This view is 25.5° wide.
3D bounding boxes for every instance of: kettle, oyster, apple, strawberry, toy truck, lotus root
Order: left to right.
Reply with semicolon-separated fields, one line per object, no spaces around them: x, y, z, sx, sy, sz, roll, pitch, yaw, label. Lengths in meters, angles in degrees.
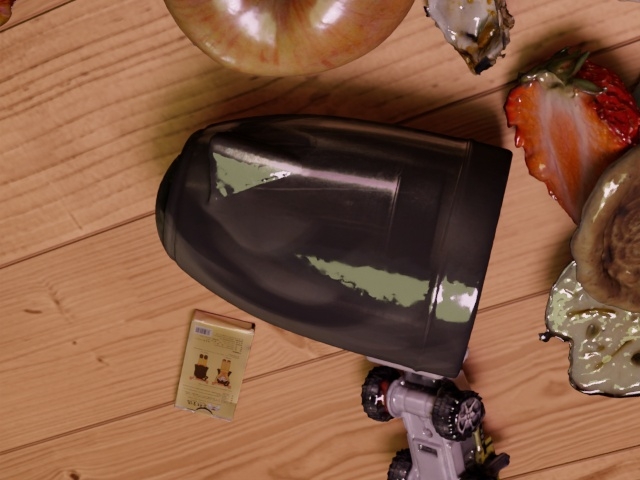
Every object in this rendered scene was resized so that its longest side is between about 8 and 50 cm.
-0.023;-0.266;1.181;0.261;0.194;0.260;3;126;4;apple
0.000;0.000;1.393;0.324;0.228;0.321;14;159;5;kettle
0.132;0.202;1.567;0.136;0.111;0.286;11;127;40;toy truck
0.141;-0.210;1.279;0.103;0.051;0.148;48;154;24;oyster
0.248;-0.095;1.320;0.082;0.146;0.187;-28;127;-22;strawberry
0.324;0.069;1.455;0.204;0.078;0.183;5;115;-3;lotus root

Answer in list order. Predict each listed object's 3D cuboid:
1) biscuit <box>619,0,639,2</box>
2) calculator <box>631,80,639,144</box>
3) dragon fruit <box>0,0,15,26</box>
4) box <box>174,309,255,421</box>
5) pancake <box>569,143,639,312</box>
0.255;-0.238;1.244;0.219;0.055;0.061;10;172;1;biscuit
0.390;-0.124;1.314;0.184;0.042;0.295;26;128;-10;calculator
-0.315;-0.285;1.260;0.125;0.125;0.246;35;130;22;dragon fruit
-0.122;0.145;1.621;0.073;0.020;0.149;14;128;-3;box
0.332;-0.016;1.320;0.235;0.029;0.212;15;120;-34;pancake
